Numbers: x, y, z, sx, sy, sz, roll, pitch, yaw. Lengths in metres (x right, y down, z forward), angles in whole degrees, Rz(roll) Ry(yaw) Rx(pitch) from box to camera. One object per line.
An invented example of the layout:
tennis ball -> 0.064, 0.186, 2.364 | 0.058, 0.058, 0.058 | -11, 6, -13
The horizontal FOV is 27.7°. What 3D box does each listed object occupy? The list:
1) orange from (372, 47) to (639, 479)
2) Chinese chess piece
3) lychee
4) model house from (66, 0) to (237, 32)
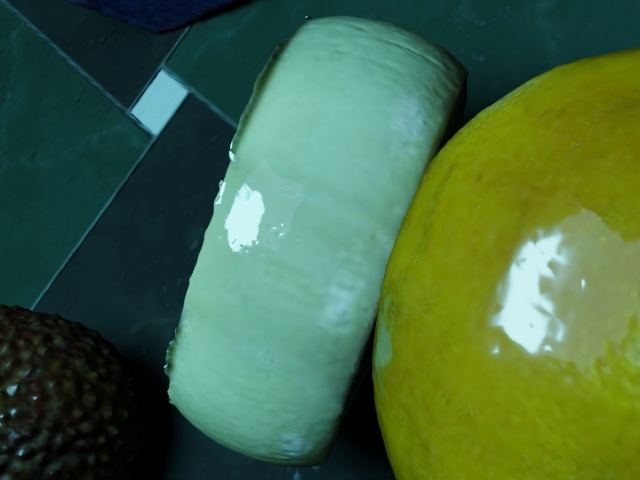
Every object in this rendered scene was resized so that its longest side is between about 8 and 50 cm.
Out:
orange -> 0.144, 0.043, 0.575 | 0.261, 0.261, 0.261 | -16, 60, 31
Chinese chess piece -> 0.000, 0.000, 0.715 | 0.103, 0.250, 0.250 | 20, 81, 5
lychee -> -0.212, 0.131, 0.862 | 0.194, 0.194, 0.194 | -16, 60, 31
model house -> -0.143, -0.328, 0.976 | 0.280, 0.245, 0.312 | 43, 107, 45
